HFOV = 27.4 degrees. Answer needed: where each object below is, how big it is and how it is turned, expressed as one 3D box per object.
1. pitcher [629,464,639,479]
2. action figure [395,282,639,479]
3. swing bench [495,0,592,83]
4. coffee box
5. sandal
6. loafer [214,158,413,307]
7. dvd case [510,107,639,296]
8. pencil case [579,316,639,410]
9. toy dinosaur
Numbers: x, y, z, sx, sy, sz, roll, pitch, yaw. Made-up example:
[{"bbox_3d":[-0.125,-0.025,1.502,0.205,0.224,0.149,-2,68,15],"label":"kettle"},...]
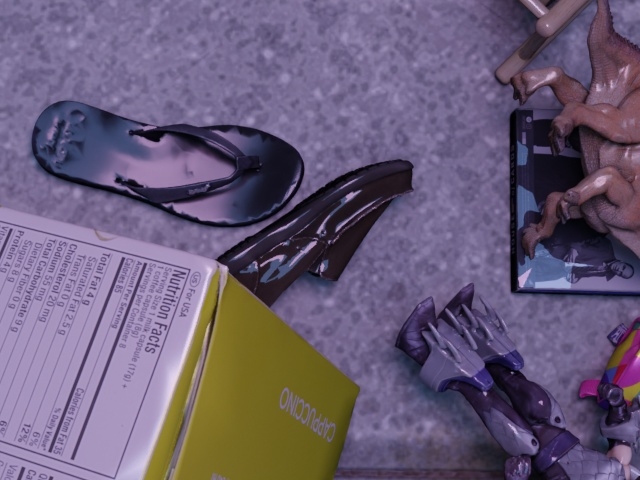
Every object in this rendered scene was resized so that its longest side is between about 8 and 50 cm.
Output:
[{"bbox_3d":[0.226,0.294,1.180,0.207,0.125,0.178,-5,61,-17],"label":"pitcher"},{"bbox_3d":[0.188,0.167,1.141,0.185,0.099,0.285,-25,65,-41],"label":"action figure"},{"bbox_3d":[0.190,-0.337,1.236,0.253,0.165,0.254,45,79,2],"label":"swing bench"},{"bbox_3d":[-0.205,0.186,0.967,0.334,0.337,0.338,13,75,22],"label":"coffee box"},{"bbox_3d":[-0.141,-0.070,1.215,0.254,0.054,0.097,8,81,-5],"label":"sandal"},{"bbox_3d":[0.000,0.000,1.216,0.220,0.080,0.078,-32,96,-5],"label":"loafer"},{"bbox_3d":[0.303,-0.035,1.273,0.238,0.029,0.179,2,81,-7],"label":"dvd case"},{"bbox_3d":[0.369,0.158,1.220,0.236,0.104,0.104,27,80,0],"label":"pencil case"},{"bbox_3d":[0.288,-0.079,1.174,0.200,0.127,0.296,-10,104,-10],"label":"toy dinosaur"}]
